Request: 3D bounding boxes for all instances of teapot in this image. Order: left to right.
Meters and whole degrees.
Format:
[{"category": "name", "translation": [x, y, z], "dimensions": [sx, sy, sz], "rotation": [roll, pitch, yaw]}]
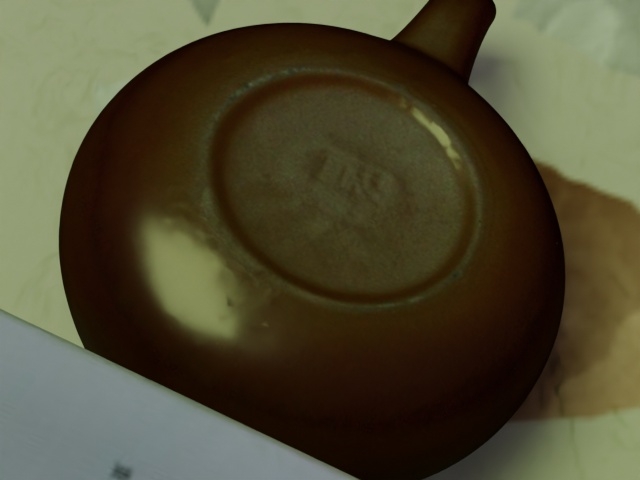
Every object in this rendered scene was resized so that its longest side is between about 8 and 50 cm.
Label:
[{"category": "teapot", "translation": [0.000, 0.000, 0.711], "dimensions": [0.178, 0.135, 0.252], "rotation": [32, 53, 0]}]

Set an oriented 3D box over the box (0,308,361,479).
[{"category": "box", "translation": [-0.051, 0.156, 0.552], "dimensions": [0.299, 0.106, 0.200], "rotation": [26, 70, -4]}]
